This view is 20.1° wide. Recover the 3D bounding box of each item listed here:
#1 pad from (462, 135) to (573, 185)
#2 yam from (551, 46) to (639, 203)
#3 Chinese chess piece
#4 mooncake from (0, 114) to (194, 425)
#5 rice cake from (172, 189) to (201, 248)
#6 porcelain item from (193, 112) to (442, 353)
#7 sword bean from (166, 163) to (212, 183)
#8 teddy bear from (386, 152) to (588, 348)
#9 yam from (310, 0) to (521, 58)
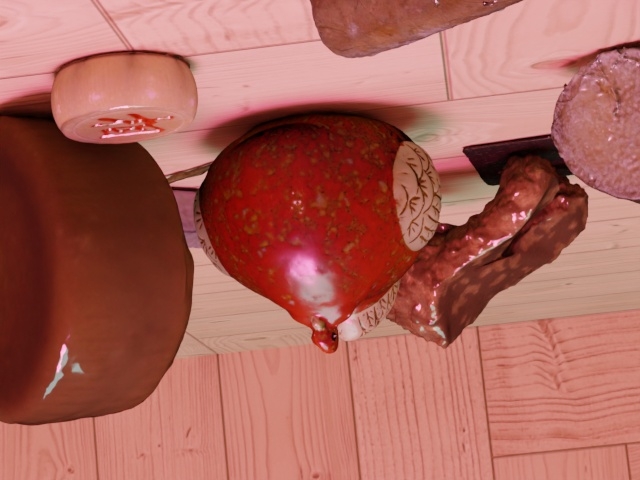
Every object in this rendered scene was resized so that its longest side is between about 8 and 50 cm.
[{"bbox_3d":[0.331,-0.102,1.984,0.330,0.004,0.220,-7,170,11],"label":"pad"},{"bbox_3d":[0.344,-0.096,1.655,0.154,0.154,0.254,-15,164,43],"label":"yam"},{"bbox_3d":[-0.163,-0.117,1.507,0.122,0.051,0.122,-5,169,-1],"label":"Chinese chess piece"},{"bbox_3d":[-0.237,0.026,1.636,0.155,0.284,0.284,-5,171,-38],"label":"mooncake"},{"bbox_3d":[-0.250,-0.029,1.930,0.365,0.056,0.072,2,162,-35],"label":"rice cake"},{"bbox_3d":[0.000,0.000,1.747,0.253,0.253,0.253,-5,170,-1],"label":"porcelain item"},{"bbox_3d":[-0.136,-0.070,1.896,0.083,0.012,0.012,-15,166,38],"label":"sword bean"},{"bbox_3d":[0.127,-0.009,2.042,0.296,0.222,0.246,-49,152,7],"label":"teddy bear"},{"bbox_3d":[0.093,-0.187,1.158,0.093,0.093,0.259,4,167,-41],"label":"yam"}]
